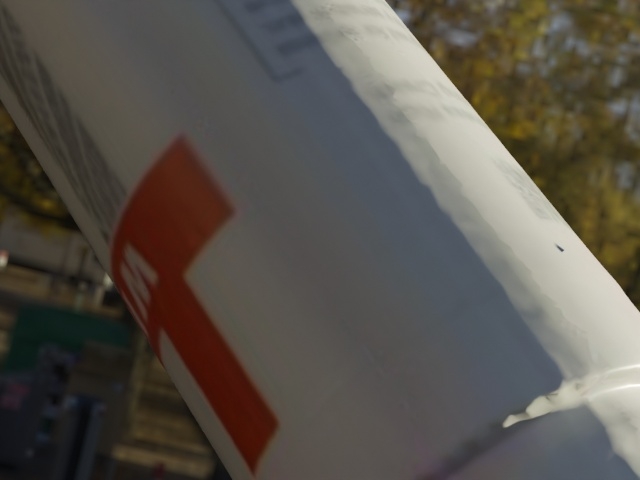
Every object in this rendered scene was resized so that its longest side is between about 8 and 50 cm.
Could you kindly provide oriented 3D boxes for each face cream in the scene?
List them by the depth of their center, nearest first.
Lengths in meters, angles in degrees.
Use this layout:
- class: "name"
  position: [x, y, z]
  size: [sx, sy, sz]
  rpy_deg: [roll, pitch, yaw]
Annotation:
- class: "face cream"
  position: [0.000, 0.000, 0.470]
  size: [0.102, 0.102, 0.345]
  rpy_deg: [15, 34, -52]
